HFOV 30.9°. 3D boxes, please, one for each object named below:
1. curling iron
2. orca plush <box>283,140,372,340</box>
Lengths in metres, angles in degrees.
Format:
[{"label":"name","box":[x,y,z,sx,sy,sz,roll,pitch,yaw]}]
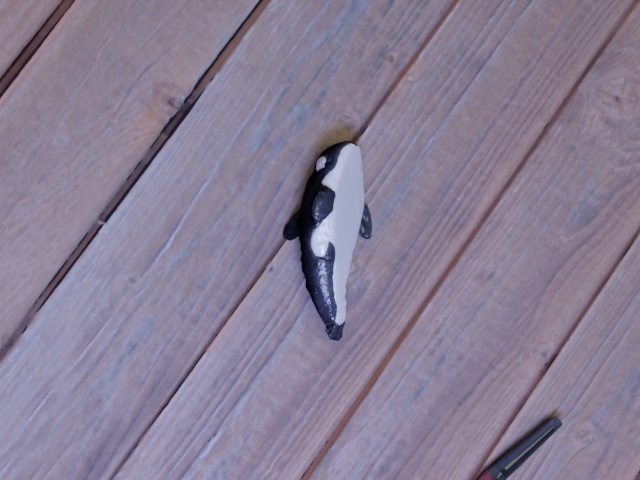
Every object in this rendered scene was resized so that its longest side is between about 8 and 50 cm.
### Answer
[{"label":"curling iron","box":[0.266,0.368,1.748,0.068,0.035,0.274,45,81,-11]},{"label":"orca plush","box":[0.000,0.000,1.696,0.151,0.102,0.287,-17,106,-56]}]
